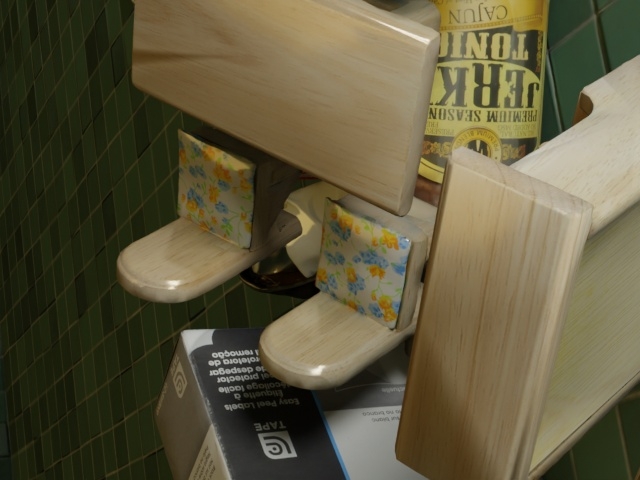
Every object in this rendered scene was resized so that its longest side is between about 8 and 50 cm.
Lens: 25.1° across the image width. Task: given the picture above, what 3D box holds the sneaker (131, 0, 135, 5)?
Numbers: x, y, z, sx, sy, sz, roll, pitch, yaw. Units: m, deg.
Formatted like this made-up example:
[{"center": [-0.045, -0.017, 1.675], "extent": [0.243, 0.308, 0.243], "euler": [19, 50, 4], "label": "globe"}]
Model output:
[{"center": [-0.121, -0.289, 1.490], "extent": [0.271, 0.108, 0.100], "euler": [148, 119, -61], "label": "sneaker"}]

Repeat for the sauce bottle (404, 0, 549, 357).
[{"center": [0.104, -0.084, 1.011], "extent": [0.111, 0.111, 0.345], "euler": [-160, 69, -64], "label": "sauce bottle"}]

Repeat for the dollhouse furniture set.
[{"center": [0.019, -0.061, 0.810], "extent": [0.394, 0.256, 0.362], "euler": [27, 127, 28], "label": "dollhouse furniture set"}]

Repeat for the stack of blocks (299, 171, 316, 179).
[{"center": [0.015, -0.218, 1.217], "extent": [0.171, 0.087, 0.297], "euler": [144, 121, -61], "label": "stack of blocks"}]

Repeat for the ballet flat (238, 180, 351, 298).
[{"center": [0.000, 0.000, 1.255], "extent": [0.280, 0.096, 0.095], "euler": [142, 123, -60], "label": "ballet flat"}]

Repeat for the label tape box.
[{"center": [0.045, 0.213, 1.001], "extent": [0.334, 0.240, 0.106], "euler": [66, 146, 38], "label": "label tape box"}]

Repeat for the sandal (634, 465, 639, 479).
[{"center": [0.226, 0.082, 0.804], "extent": [0.049, 0.072, 0.180], "euler": [-103, 24, -59], "label": "sandal"}]
